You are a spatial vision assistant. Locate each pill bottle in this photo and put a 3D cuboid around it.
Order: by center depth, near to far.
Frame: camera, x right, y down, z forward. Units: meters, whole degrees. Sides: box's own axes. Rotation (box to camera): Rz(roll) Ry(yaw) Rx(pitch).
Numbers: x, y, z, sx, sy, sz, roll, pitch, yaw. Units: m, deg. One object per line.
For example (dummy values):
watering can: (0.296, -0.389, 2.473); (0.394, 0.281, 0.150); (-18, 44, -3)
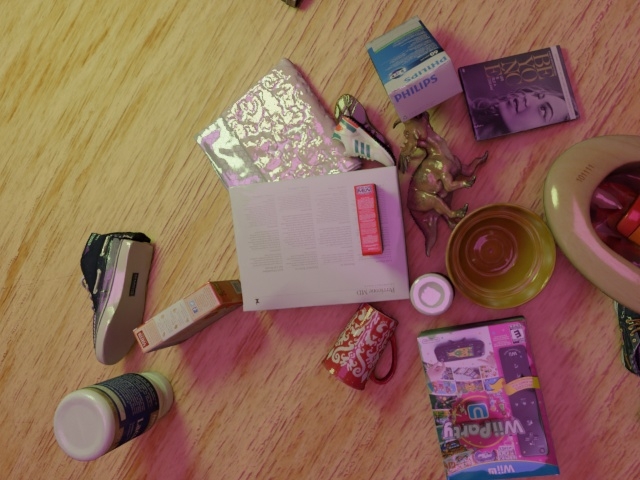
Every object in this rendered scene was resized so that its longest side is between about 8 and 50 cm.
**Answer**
pill bottle: (0.238, 0.110, 1.081); (0.085, 0.152, 0.086); (-1, 87, 16)
pill bottle: (-0.473, 0.398, 1.215); (0.153, 0.264, 0.153); (0, 89, 17)

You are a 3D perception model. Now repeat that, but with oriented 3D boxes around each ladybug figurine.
ladybug figurine: (0.621, -0.007, 0.960); (0.449, 0.162, 0.305); (41, 88, 15)

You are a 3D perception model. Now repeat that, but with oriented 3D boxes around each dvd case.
dvd case: (0.418, -0.311, 1.088); (0.221, 0.018, 0.165); (-12, 84, 0)

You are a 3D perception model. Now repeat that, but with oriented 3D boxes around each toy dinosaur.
toy dinosaur: (0.234, -0.124, 1.113); (0.200, 0.127, 0.296); (17, 103, 22)

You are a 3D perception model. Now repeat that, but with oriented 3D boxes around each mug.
mug: (0.103, 0.235, 1.155); (0.113, 0.150, 0.169); (32, 93, 51)

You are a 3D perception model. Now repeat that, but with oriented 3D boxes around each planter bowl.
planter bowl: (0.364, 0.028, 1.071); (0.216, 0.090, 0.218); (1, 97, 5)

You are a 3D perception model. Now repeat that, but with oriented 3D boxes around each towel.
towel: (-0.111, -0.221, 1.247); (0.316, 0.053, 0.332); (-36, 80, 12)

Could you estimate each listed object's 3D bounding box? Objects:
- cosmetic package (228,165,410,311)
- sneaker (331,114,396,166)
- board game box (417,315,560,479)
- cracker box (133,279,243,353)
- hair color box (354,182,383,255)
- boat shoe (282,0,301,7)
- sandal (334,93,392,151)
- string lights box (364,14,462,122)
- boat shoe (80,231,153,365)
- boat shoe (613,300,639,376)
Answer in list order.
cosmetic package: (0.000, 0.000, 1.152); (0.376, 0.097, 0.285); (-5, 92, 11)
sneaker: (0.095, -0.205, 1.154); (0.161, 0.057, 0.075); (42, 110, 2)
board game box: (0.345, 0.327, 1.072); (0.223, 0.097, 0.304); (-13, 85, 15)
cracker box: (-0.305, 0.178, 1.231); (0.232, 0.155, 0.067); (-33, 79, 12)
hair color box: (0.099, -0.043, 1.048); (0.043, 0.072, 0.141); (-6, 93, 9)
boat shoe: (-0.024, -0.642, 1.237); (0.066, 0.066, 0.183); (45, 109, 8)
sandal: (0.098, -0.257, 1.194); (0.072, 0.049, 0.180); (-41, 93, 16)
string lights box: (0.186, -0.366, 1.075); (0.133, 0.077, 0.260); (-25, 39, 14)
boat shoe: (-0.549, 0.137, 1.332); (0.158, 0.127, 0.341); (10, 83, 22)
boat shoe: (0.623, 0.174, 1.004); (0.065, 0.083, 0.184); (-5, 86, 16)
